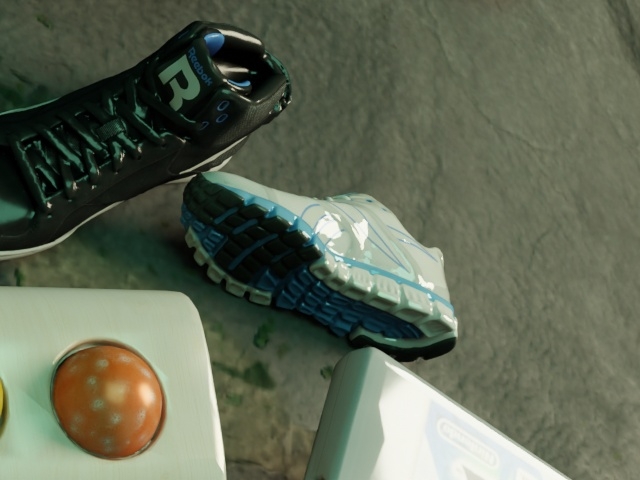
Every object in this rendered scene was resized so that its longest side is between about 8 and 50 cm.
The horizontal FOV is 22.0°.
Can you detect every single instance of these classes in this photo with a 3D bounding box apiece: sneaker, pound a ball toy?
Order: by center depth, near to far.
[{"bbox_3d":[-0.157,0.122,0.739,0.319,0.135,0.208,3,65,-33],"label":"pound a ball toy"},{"bbox_3d":[-0.109,-0.065,0.877,0.217,0.121,0.079,-26,82,-40],"label":"sneaker"},{"bbox_3d":[0.000,0.000,0.962,0.190,0.071,0.083,30,46,-29],"label":"sneaker"}]

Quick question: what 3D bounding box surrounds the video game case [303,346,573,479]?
[{"bbox_3d":[0.104,0.257,0.824,0.329,0.036,0.300,35,51,-24],"label":"video game case"}]
